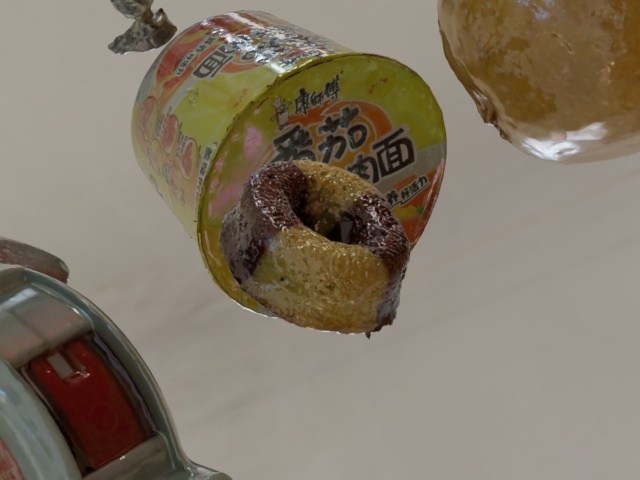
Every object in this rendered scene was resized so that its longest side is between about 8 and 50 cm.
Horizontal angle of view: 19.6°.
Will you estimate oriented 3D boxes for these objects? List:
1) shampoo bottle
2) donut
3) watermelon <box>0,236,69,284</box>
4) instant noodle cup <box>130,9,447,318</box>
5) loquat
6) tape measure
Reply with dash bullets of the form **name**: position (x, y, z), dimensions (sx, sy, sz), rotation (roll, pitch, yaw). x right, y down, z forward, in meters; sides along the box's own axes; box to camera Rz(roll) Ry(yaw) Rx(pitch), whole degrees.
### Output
- **shampoo bottle**: position (-0.166, -0.222, 1.340), dimensions (0.208, 0.063, 0.057), rotation (61, -147, -36)
- **donut**: position (0.000, 0.000, 1.234), dimensions (0.140, 0.059, 0.140), rotation (16, -147, -11)
- **watermelon**: position (-0.336, 0.105, 1.561), dimensions (0.261, 0.213, 0.201), rotation (15, -148, -32)
- **instant noodle cup**: position (-0.044, -0.087, 1.711), dimensions (0.264, 0.264, 0.200), rotation (44, 178, -43)
- **loquat**: position (0.178, -0.154, 1.215), dimensions (0.208, 0.208, 0.208), rotation (50, -157, -31)
- **tape measure**: position (-0.180, 0.136, 1.163), dimensions (0.125, 0.243, 0.246), rotation (-26, -93, -43)
